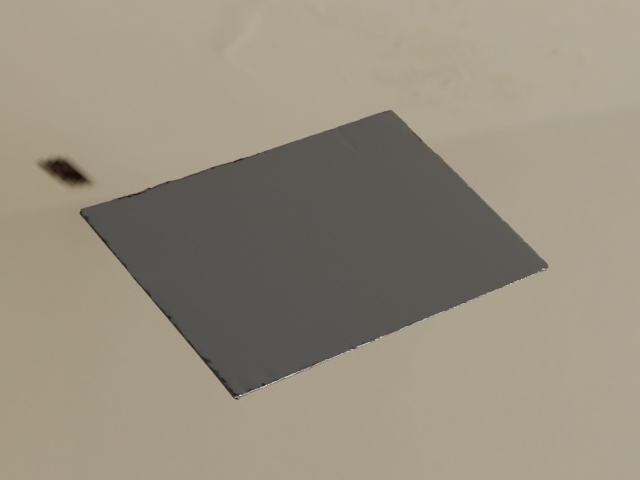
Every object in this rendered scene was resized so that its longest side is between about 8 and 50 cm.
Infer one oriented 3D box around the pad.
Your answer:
[{"bbox_3d":[0.000,0.000,1.317,0.300,0.005,0.202,-21,-126,-34],"label":"pad"}]
